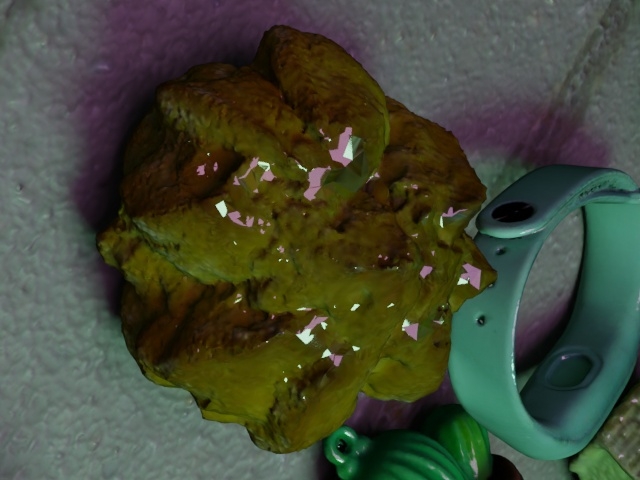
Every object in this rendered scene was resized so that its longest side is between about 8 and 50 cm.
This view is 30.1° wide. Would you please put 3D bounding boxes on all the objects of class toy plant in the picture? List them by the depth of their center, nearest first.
[{"bbox_3d":[0.086,0.184,0.835,0.200,0.105,0.143,48,57,-13],"label":"toy plant"}]

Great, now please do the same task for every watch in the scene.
[{"bbox_3d":[0.170,0.042,0.853,0.237,0.068,0.195,-40,125,-40],"label":"watch"}]

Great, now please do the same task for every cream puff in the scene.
[{"bbox_3d":[-0.008,0.002,0.711,0.244,0.196,0.244,-19,135,-20],"label":"cream puff"}]

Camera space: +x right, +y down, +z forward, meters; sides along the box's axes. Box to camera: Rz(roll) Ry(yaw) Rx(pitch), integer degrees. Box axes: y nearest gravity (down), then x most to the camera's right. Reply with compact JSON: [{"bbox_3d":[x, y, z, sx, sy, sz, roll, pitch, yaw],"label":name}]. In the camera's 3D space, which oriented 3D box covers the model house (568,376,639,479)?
[{"bbox_3d":[0.316,0.180,0.896,0.195,0.214,0.189,-41,122,-20],"label":"model house"}]
